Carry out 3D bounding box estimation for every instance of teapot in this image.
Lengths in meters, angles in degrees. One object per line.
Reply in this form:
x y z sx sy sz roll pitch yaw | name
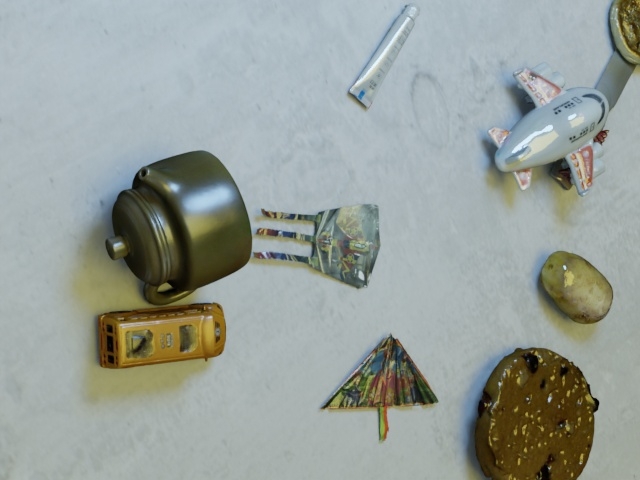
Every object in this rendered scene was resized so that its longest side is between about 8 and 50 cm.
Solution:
-0.212 -0.007 1.540 0.175 0.185 0.267 -20 139 -25 | teapot

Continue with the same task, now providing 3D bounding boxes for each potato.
0.470 0.088 2.042 0.170 0.080 0.107 35 66 -33 | potato

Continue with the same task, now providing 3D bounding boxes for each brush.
0.526 -0.239 2.084 0.060 0.050 0.321 38 71 -25 | brush

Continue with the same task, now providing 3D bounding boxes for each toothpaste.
0.109 -0.306 1.819 0.048 0.031 0.190 38 75 -31 | toothpaste

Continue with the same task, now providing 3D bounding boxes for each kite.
-0.001 0.000 1.769 0.245 0.015 0.141 7 87 -37 | kite
0.099 0.244 1.849 0.241 0.014 0.183 -3 97 -33 | kite

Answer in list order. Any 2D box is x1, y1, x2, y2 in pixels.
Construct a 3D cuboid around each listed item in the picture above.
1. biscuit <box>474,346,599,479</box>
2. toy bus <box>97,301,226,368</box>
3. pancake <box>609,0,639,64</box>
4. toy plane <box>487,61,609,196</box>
0.382 0.330 2.000 0.296 0.075 0.295 2 87 -36 | biscuit
-0.215 0.138 1.592 0.195 0.088 0.083 -4 94 -33 | toy bus
0.614 -0.408 2.130 0.158 0.028 0.158 6 78 -29 | pancake
0.406 -0.191 1.952 0.252 0.118 0.252 2 83 -19 | toy plane
